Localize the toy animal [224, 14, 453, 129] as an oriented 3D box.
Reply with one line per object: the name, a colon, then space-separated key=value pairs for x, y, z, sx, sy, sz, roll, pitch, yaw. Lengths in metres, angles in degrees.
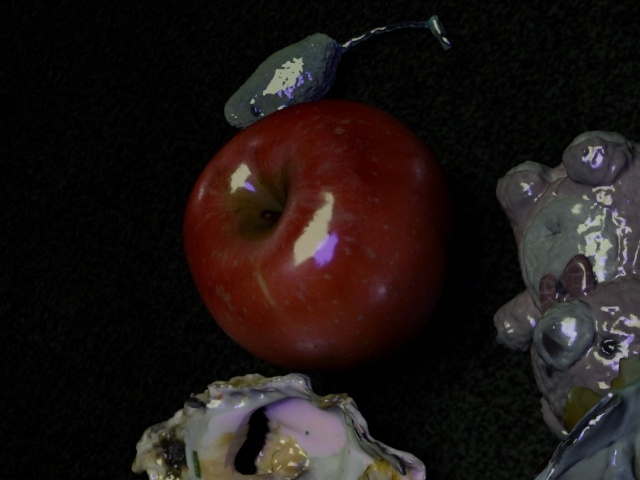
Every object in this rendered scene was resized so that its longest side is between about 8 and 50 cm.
toy animal: x=0.014 y=-0.183 z=1.845 sx=0.253 sy=0.070 sz=0.079 roll=-25 pitch=91 yaw=11

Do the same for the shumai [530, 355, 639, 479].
shumai: x=0.239 y=0.261 z=1.310 sx=0.292 sy=0.288 sz=0.330 roll=9 pitch=73 yaw=38

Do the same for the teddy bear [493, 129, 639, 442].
teddy bear: x=0.241 y=0.043 z=1.507 sx=0.236 sy=0.151 sz=0.267 roll=-27 pitch=50 yaw=49

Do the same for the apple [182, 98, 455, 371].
apple: x=0.000 y=0.000 z=1.654 sx=0.260 sy=0.216 sz=0.260 roll=-17 pitch=57 yaw=29

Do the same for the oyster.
oyster: x=-0.031 y=0.218 z=1.667 sx=0.354 sy=0.107 sz=0.201 roll=15 pitch=109 yaw=33
